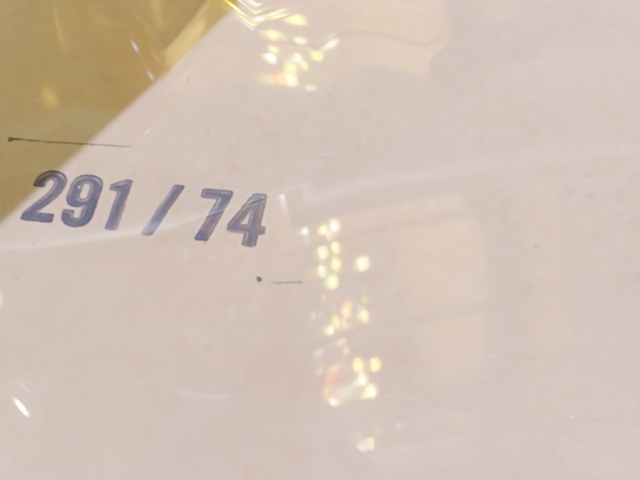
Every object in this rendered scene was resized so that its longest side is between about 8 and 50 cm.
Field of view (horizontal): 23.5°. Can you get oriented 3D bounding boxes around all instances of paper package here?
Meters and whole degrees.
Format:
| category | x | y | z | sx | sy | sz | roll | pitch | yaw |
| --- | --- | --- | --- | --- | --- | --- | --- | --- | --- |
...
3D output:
| category | x | y | z | sx | sy | sz | roll | pitch | yaw |
| --- | --- | --- | --- | --- | --- | --- | --- | --- | --- |
| paper package | -0.026 | 0.077 | 0.403 | 0.168 | 0.324 | 0.310 | 90 | 3 | -49 |
